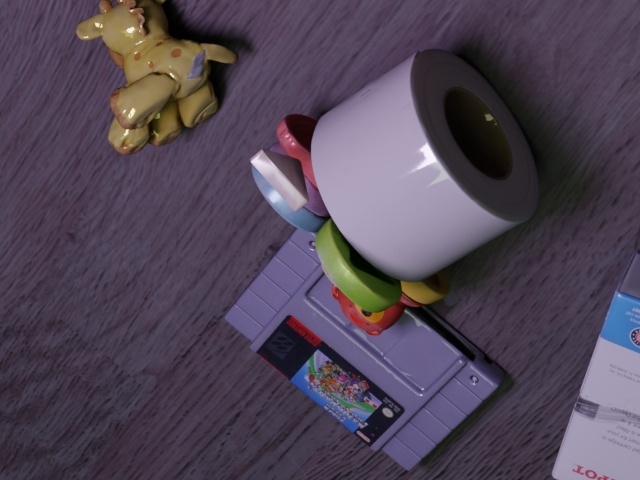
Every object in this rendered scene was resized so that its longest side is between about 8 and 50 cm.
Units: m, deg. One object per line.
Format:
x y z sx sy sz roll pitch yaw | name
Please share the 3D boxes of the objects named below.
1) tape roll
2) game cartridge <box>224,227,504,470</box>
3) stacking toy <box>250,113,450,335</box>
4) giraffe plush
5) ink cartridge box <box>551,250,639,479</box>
0.131 -0.092 1.886 0.169 0.246 0.246 -31 101 33 | tape roll
0.056 0.151 2.161 0.355 0.068 0.230 40 120 -1 | game cartridge
0.000 0.000 1.954 0.130 0.279 0.309 -40 84 22 | stacking toy
-0.232 -0.243 2.025 0.170 0.181 0.210 52 137 17 | giraffe plush
0.454 0.201 1.973 0.223 0.129 0.307 20 122 12 | ink cartridge box
